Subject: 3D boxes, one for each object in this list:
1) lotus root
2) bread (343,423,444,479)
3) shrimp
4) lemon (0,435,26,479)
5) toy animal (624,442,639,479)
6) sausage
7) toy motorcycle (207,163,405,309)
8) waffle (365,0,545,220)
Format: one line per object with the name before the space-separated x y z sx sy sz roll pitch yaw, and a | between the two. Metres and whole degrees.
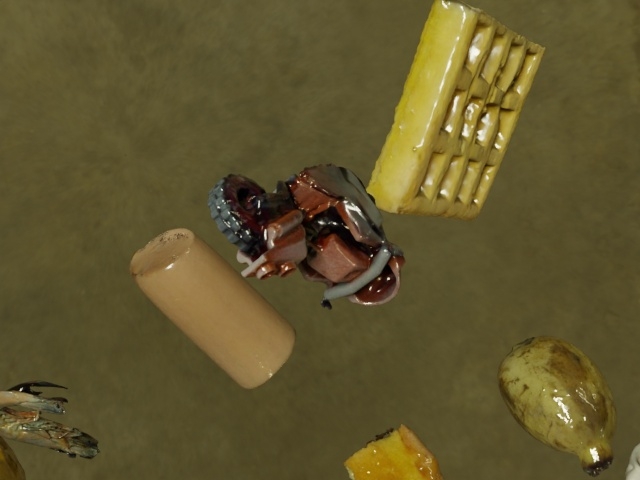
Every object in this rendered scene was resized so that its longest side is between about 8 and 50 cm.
lotus root | 0.330 0.218 1.356 0.138 0.214 0.138 -21 140 -18
bread | 0.126 0.398 1.378 0.129 0.134 0.260 -20 110 -20
shrimp | -0.392 0.255 1.435 0.219 0.152 0.046 31 44 -32
lemon | -0.371 0.250 0.857 0.233 0.288 0.233 2 110 6
toy animal | 0.365 0.220 0.902 0.204 0.156 0.208 -32 119 -35
sausage | -0.158 0.094 1.468 0.123 0.123 0.253 -46 107 -4
toy motorcycle | 0.000 0.000 0.792 0.084 0.212 0.118 -37 72 29
waffle | 0.152 -0.130 1.090 0.055 0.248 0.221 24 101 27
